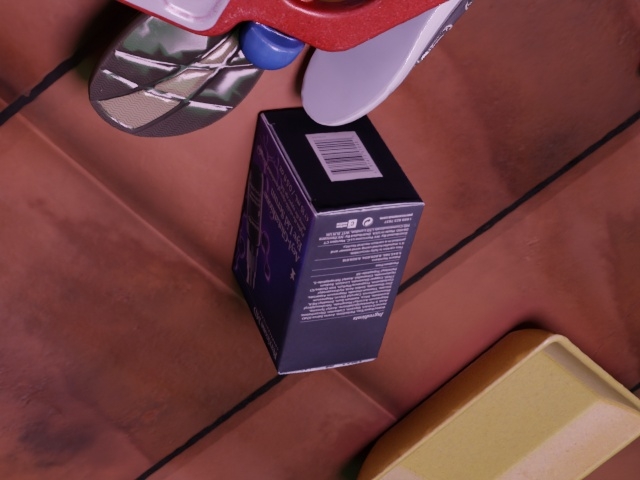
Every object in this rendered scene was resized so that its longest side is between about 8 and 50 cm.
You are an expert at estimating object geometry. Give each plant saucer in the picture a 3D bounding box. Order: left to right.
[{"bbox_3d":[0.235,0.256,1.526,0.333,0.081,0.332,-41,137,13],"label":"plant saucer"}]

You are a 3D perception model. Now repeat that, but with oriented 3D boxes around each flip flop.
[{"bbox_3d":[-0.078,-0.199,0.925,0.112,0.080,0.277,34,95,-31],"label":"flip flop"}]

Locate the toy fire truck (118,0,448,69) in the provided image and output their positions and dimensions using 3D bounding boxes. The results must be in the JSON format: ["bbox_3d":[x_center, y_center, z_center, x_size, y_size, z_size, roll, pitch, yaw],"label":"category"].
[{"bbox_3d":[-0.037,-0.234,0.787,0.302,0.169,0.254,20,138,-23],"label":"toy fire truck"}]

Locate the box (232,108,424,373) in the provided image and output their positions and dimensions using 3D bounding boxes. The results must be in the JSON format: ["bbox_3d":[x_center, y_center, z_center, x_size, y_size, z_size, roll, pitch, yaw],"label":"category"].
[{"bbox_3d":[0.000,0.000,1.097,0.108,0.153,0.207,-6,133,-23],"label":"box"}]

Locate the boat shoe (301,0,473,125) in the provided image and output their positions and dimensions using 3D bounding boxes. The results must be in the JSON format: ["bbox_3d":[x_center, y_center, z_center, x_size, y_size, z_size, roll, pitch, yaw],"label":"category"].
[{"bbox_3d":[0.075,-0.191,1.019,0.228,0.080,0.076,-53,158,19],"label":"boat shoe"}]
